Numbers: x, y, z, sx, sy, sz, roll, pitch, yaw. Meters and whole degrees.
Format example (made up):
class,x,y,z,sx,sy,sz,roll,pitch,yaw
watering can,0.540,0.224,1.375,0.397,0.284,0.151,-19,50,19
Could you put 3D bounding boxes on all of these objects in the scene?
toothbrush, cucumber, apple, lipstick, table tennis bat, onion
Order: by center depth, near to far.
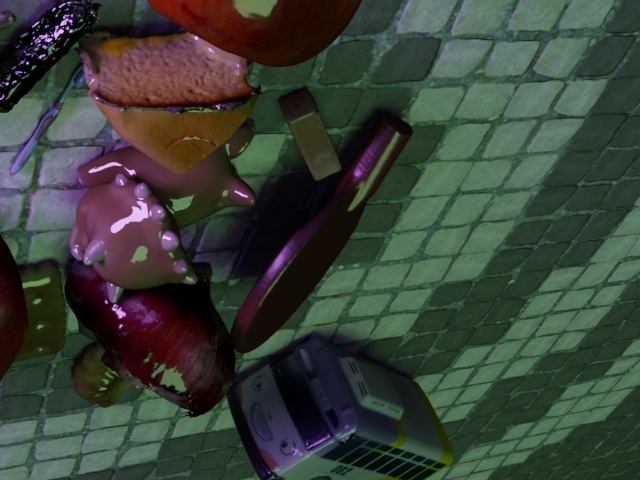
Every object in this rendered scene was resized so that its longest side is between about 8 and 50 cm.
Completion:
class,x,y,z,sx,sy,sz,roll,pitch,yaw
apple,-0.057,-0.285,1.080,0.230,0.230,0.230,-17,148,-11
cucumber,-0.300,-0.198,1.198,0.181,0.053,0.053,-37,146,19
toothbrush,-0.316,-0.136,1.308,0.013,0.019,0.193,9,137,-42
lipstick,-0.012,-0.137,1.477,0.045,0.045,0.145,-26,149,1
onion,-0.218,0.107,1.546,0.195,0.272,0.272,-47,151,-13
table tennis bat,0.000,0.000,1.593,0.415,0.051,0.268,-56,168,23

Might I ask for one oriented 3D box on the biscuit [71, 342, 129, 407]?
class,x,y,z,sx,sy,sz,roll,pitch,yaw
biscuit,-0.329,0.209,1.776,0.118,0.061,0.183,7,138,-38

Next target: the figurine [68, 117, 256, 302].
class,x,y,z,sx,sy,sz,roll,pitch,yaw
figurine,-0.188,-0.027,1.407,0.247,0.173,0.177,-10,146,-20

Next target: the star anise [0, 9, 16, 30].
class,x,y,z,sx,sy,sz,roll,pitch,yaw
star anise,-0.422,-0.170,1.122,0.231,0.089,0.209,-34,148,24

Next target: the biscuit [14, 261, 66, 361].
class,x,y,z,sx,sy,sz,roll,pitch,yaw
biscuit,-0.514,0.130,1.554,0.324,0.044,0.217,-11,148,-20

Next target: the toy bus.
class,x,y,z,sx,sy,sz,roll,pitch,yaw
toy bus,0.048,0.344,2.078,0.249,0.209,0.440,-36,147,16

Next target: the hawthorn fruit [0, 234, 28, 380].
class,x,y,z,sx,sy,sz,roll,pitch,yaw
hawthorn fruit,-0.468,0.070,1.308,0.254,0.254,0.300,-7,142,-24

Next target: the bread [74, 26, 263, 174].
class,x,y,z,sx,sy,sz,roll,pitch,yaw
bread,-0.158,-0.180,1.238,0.160,0.140,0.169,-27,148,16
